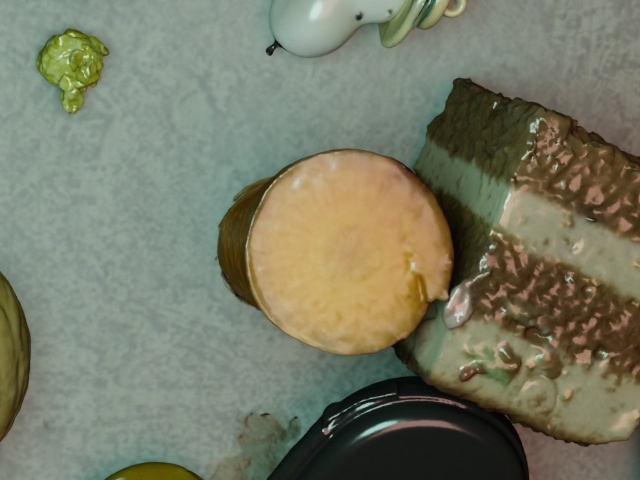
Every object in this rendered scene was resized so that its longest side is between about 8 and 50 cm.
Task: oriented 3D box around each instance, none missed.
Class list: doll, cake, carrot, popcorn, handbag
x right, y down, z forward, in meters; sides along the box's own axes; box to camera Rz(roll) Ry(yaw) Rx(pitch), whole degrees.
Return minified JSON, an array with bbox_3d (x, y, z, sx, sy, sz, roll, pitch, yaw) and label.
[{"bbox_3d":[0.011,-0.305,1.663,0.208,0.144,0.271,-23,110,-4],"label":"doll"},{"bbox_3d":[0.211,0.019,1.717,0.256,0.282,0.290,25,97,-20],"label":"cake"},{"bbox_3d":[0.000,0.000,1.651,0.196,0.254,0.196,-1,96,-14],"label":"carrot"},{"bbox_3d":[-0.237,-0.162,1.648,0.068,0.059,0.083,-2,92,22],"label":"popcorn"},{"bbox_3d":[0.067,0.272,1.763,0.254,0.093,0.308,34,106,-21],"label":"handbag"}]

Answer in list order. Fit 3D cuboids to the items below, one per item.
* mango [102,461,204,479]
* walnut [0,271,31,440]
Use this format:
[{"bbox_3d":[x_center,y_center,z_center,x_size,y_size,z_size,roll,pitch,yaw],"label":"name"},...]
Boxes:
[{"bbox_3d":[-0.194,0.316,1.711,0.221,0.120,0.151,-43,106,0],"label":"mango"},{"bbox_3d":[-0.373,0.105,1.570,0.228,0.228,0.228,-3,100,-18],"label":"walnut"}]
